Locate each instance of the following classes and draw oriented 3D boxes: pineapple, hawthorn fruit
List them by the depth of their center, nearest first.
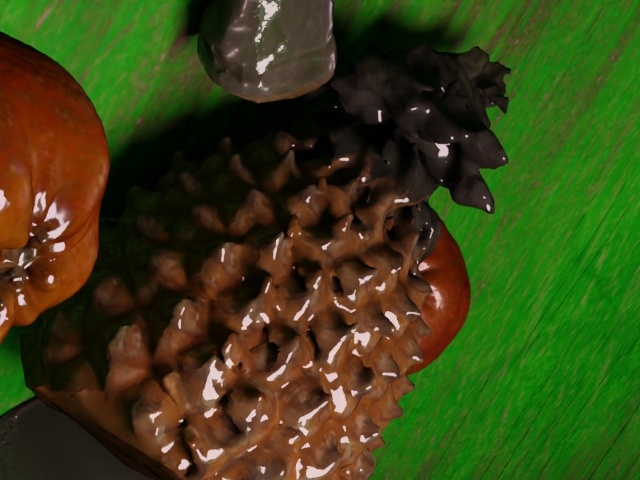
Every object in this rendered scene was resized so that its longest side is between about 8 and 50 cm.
[{"bbox_3d":[-0.197,-0.027,0.924,0.189,0.189,0.189,-27,146,-21],"label":"hawthorn fruit"},{"bbox_3d":[-0.001,-0.001,1.152,0.357,0.223,0.223,-51,150,-13],"label":"pineapple"},{"bbox_3d":[0.037,0.029,1.305,0.125,0.140,0.125,-2,113,-6],"label":"hawthorn fruit"}]

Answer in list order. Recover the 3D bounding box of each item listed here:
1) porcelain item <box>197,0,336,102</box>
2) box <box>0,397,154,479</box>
[{"bbox_3d":[-0.017,-0.176,1.031,0.081,0.069,0.216,-18,142,-26],"label":"porcelain item"},{"bbox_3d":[-0.148,0.221,1.299,0.226,0.149,0.226,-27,145,-21],"label":"box"}]
